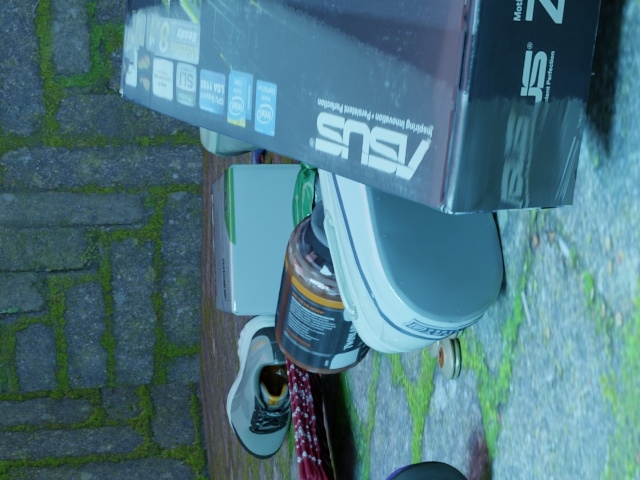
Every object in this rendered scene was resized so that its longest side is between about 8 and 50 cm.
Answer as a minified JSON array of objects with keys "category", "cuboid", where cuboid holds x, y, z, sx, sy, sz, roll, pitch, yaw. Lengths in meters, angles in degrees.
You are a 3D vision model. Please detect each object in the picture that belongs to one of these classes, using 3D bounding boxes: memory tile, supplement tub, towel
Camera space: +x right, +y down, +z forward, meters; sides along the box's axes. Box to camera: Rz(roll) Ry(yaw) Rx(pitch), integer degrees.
[{"category":"memory tile","cuboid":[0.095,0.026,0.934,0.113,0.012,0.148,-112,22,-65]},{"category":"supplement tub","cuboid":[0.014,0.040,1.140,0.198,0.106,0.106,101,164,-54]},{"category":"towel","cuboid":[-0.005,0.222,1.408,0.199,0.031,0.275,75,-176,-47]}]

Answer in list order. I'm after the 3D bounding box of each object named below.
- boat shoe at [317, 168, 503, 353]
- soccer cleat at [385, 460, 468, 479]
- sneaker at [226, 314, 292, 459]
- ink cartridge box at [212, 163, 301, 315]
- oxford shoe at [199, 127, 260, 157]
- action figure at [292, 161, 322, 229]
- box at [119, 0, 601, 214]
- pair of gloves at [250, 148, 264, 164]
[{"category":"boat shoe","cuboid":[0.036,-0.089,0.890,0.156,0.136,0.367,137,125,-59]},{"category":"soccer cleat","cuboid":[0.062,0.296,0.896,0.116,0.108,0.318,-125,31,-66]},{"category":"sneaker","cuboid":[-0.085,0.240,1.800,0.108,0.100,0.271,-112,22,-50]},{"category":"ink cartridge box","cuboid":[-0.087,0.003,1.695,0.278,0.117,0.201,168,100,-80]},{"category":"oxford shoe","cuboid":[-0.068,-0.180,1.524,0.169,0.130,0.449,-60,0,-10]},{"category":"action figure","cuboid":[0.000,0.000,1.342,0.137,0.063,0.232,-130,36,-78]},{"category":"box","cuboid":[0.006,-0.212,0.706,0.395,0.097,0.318,25,115,53]},{"category":"pair of gloves","cuboid":[-0.106,-0.124,2.083,0.159,0.023,0.198,100,166,-57]}]
